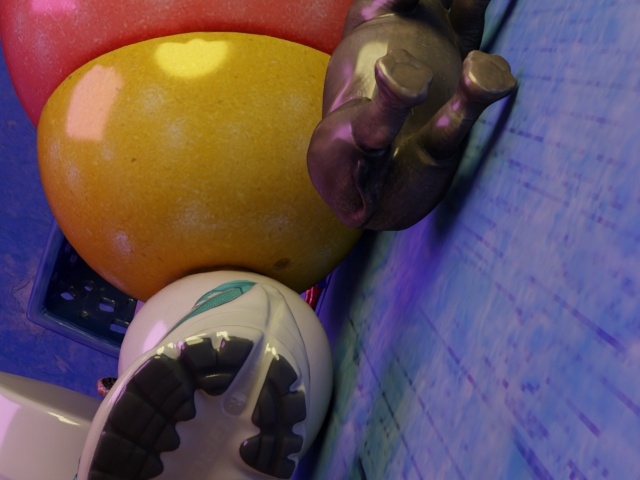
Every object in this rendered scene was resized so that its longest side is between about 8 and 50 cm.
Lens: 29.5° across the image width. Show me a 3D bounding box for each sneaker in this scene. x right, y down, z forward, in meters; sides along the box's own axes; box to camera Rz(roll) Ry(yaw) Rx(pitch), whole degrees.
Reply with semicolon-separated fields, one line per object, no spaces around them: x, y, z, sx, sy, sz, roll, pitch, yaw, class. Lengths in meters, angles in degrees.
-0.084;0.138;0.561;0.275;0.107;0.110;-56;11;15;sneaker

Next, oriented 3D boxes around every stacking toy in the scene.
-0.072;-0.074;0.747;0.350;0.351;0.479;122;151;-57;stacking toy

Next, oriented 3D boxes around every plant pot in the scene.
-0.198;0.006;1.502;0.212;0.236;0.236;-72;5;-70;plant pot

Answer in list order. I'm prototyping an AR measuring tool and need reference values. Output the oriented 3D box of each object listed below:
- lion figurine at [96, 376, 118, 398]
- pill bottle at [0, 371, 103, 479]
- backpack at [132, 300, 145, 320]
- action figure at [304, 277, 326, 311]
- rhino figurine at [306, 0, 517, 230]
-0.233;0.244;1.577;0.392;0.142;0.240;-55;-17;-59;lion figurine
-0.223;0.307;0.863;0.224;0.224;0.392;168;121;-81;pill bottle
-0.127;0.073;1.227;0.152;0.115;0.182;-86;15;-57;backpack
0.000;0.000;0.843;0.038;0.030;0.115;120;171;-76;action figure
0.046;-0.100;0.602;0.243;0.073;0.106;-75;12;-47;rhino figurine
